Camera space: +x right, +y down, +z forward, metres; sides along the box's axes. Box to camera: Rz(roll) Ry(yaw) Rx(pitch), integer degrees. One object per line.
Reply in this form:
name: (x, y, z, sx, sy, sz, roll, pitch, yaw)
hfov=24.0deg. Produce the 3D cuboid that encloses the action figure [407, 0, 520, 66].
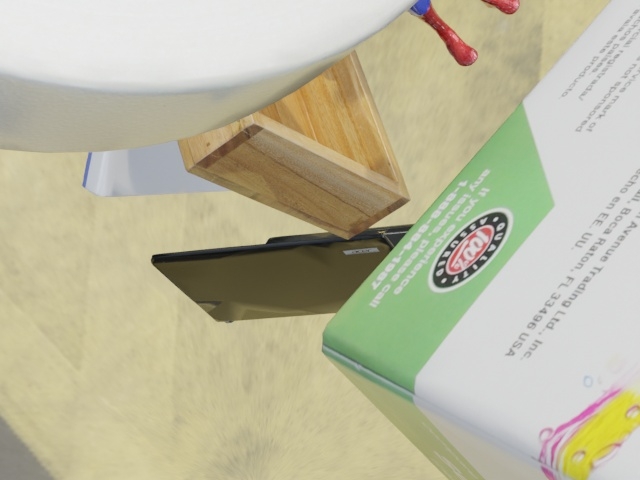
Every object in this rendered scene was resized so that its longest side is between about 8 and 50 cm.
action figure: (0.069, -0.241, 1.220, 0.280, 0.139, 0.091, 36, 94, -33)

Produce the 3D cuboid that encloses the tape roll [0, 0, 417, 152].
tape roll: (-0.099, -0.225, 0.526, 0.392, 0.072, 0.392, 8, 73, -26)

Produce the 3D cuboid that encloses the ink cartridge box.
ink cartridge box: (0.155, 0.018, 0.383, 0.201, 0.278, 0.117, -48, 116, -10)

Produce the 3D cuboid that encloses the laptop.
laptop: (0.000, 0.000, 1.469, 0.234, 0.264, 0.137, -5, 117, 21)

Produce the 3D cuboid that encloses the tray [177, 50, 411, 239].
tray: (-0.071, -0.210, 1.215, 0.076, 0.202, 0.411, -32, 59, 25)

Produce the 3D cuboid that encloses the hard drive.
hard drive: (-0.140, -0.206, 1.650, 0.040, 0.210, 0.319, 29, 113, 38)
